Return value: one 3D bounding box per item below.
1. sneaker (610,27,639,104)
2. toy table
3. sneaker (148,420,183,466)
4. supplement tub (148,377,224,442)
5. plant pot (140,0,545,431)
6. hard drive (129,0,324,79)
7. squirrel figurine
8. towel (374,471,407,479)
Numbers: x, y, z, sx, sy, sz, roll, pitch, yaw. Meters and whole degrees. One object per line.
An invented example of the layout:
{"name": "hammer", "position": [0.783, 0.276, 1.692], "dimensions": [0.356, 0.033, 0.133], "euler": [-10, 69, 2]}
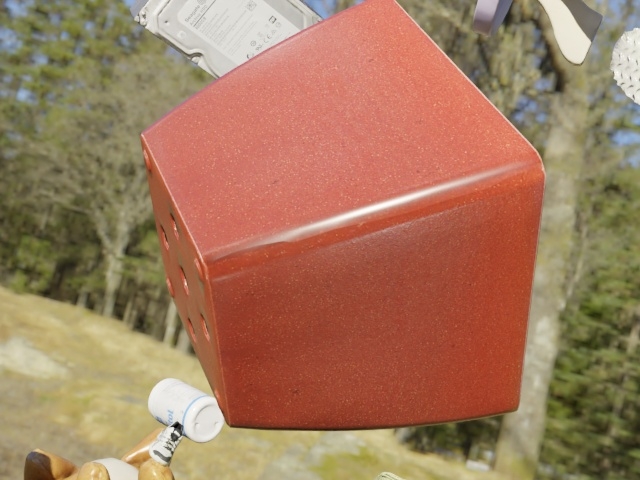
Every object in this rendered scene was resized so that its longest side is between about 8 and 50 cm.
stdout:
{"name": "sneaker", "position": [0.510, -0.183, 1.375], "dimensions": [0.293, 0.102, 0.146], "euler": [24, 14, 21]}
{"name": "toy table", "position": [0.324, -0.380, 1.443], "dimensions": [0.161, 0.274, 0.252], "euler": [24, 20, 12]}
{"name": "sneaker", "position": [-0.194, 0.256, 1.394], "dimensions": [0.032, 0.037, 0.083], "euler": [41, 13, -12]}
{"name": "supplement tub", "position": [-0.198, 0.251, 1.618], "dimensions": [0.071, 0.071, 0.107], "euler": [19, -3, -44]}
{"name": "plant pot", "position": [0.000, 0.000, 0.880], "dimensions": [0.236, 0.267, 0.267], "euler": [-17, 43, -14]}
{"name": "hard drive", "position": [-0.180, -0.447, 2.200], "dimensions": [0.339, 0.237, 0.064], "euler": [34, 14, -35]}
{"name": "squirrel figurine", "position": [-0.332, 0.563, 1.872], "dimensions": [0.281, 0.397, 0.370], "euler": [3, 15, -35]}
{"name": "towel", "position": [0.126, 0.444, 1.867], "dimensions": [0.110, 0.027, 0.148], "euler": [29, -40, -3]}
